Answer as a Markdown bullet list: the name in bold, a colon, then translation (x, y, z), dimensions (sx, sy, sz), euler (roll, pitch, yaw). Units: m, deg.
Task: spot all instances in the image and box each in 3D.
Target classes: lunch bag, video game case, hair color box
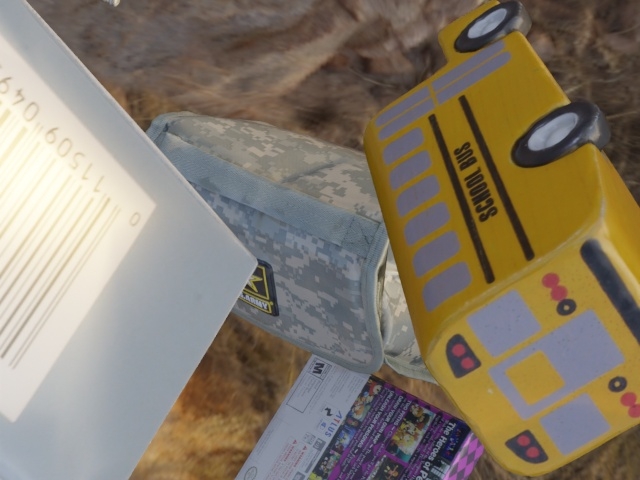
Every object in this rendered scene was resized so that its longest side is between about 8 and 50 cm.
- **lunch bag**: translation (0.000, 0.000, 1.092), dimensions (0.235, 0.287, 0.169), euler (25, 90, 27)
- **video game case**: translation (0.015, 0.237, 1.236), dimensions (0.210, 0.042, 0.232), euler (22, 76, 43)
- **hair color box**: translation (-0.223, -0.015, 0.474), dimensions (0.185, 0.374, 0.114), euler (50, 58, -35)

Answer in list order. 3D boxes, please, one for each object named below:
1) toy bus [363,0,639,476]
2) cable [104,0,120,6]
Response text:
- **toy bus**: translation (0.107, -0.023, 0.742), dimensions (0.130, 0.333, 0.108), euler (-33, 114, 11)
- **cable**: translation (-0.175, -0.370, 1.265), dimensions (0.072, 0.139, 0.287), euler (-9, 99, -35)
